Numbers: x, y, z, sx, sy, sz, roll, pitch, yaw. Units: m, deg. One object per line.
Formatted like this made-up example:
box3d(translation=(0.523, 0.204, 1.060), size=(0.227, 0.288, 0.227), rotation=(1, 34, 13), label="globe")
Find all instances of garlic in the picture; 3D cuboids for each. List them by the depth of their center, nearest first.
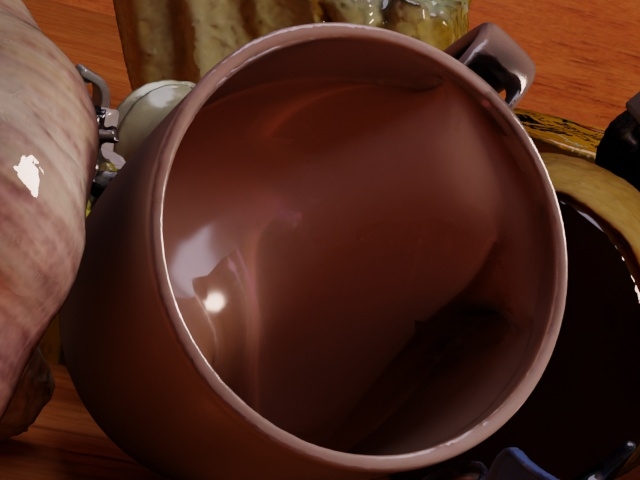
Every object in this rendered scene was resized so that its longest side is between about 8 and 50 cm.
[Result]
box3d(translation=(-0.181, 0.022, 0.771), size=(0.245, 0.245, 0.253), rotation=(25, -19, 39), label="garlic")

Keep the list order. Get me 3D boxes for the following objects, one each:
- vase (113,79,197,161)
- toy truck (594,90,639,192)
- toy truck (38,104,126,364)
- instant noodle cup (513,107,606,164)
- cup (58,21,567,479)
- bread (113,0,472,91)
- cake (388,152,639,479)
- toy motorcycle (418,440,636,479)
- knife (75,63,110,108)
box3d(translation=(-0.033, -0.035, 1.332), size=(0.173, 0.173, 0.321), rotation=(7, 8, -41), label="vase")
box3d(translation=(0.364, 0.011, 1.120), size=(0.405, 0.254, 0.181), rotation=(41, 14, -32), label="toy truck")
box3d(translation=(-0.147, -0.012, 1.065), size=(0.111, 0.136, 0.286), rotation=(9, 14, -8), label="toy truck")
box3d(translation=(0.199, -0.004, 1.430), size=(0.215, 0.172, 0.216), rotation=(15, 11, -3), label="instant noodle cup")
box3d(translation=(0.000, 0.000, 0.839), size=(0.191, 0.253, 0.200), rotation=(43, -25, -8), label="cup")
box3d(translation=(-0.060, -0.182, 1.798), size=(0.395, 0.264, 0.239), rotation=(16, 23, 2), label="bread")
box3d(translation=(0.125, 0.056, 1.000), size=(0.185, 0.208, 0.178), rotation=(-25, -15, 26), label="cake")
box3d(translation=(0.152, 0.150, 0.683), size=(0.358, 0.125, 0.212), rotation=(8, 5, -18), label="toy motorcycle")
box3d(translation=(-0.196, -0.070, 1.491), size=(0.053, 0.123, 0.278), rotation=(40, 1, 5), label="knife")
